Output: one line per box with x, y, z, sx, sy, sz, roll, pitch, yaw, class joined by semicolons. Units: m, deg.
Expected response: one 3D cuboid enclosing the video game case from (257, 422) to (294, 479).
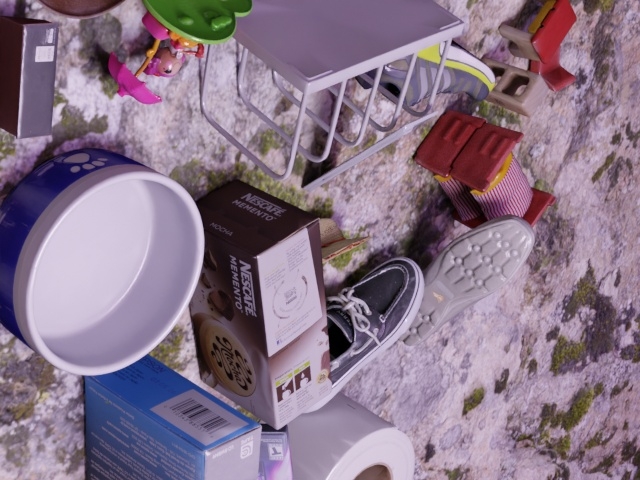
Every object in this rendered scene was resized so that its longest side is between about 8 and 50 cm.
-0.134;0.377;1.867;0.026;0.196;0.274;-81;168;-56;video game case

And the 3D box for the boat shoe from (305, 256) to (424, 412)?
0.043;0.130;1.968;0.306;0.113;0.105;-41;151;-12;boat shoe

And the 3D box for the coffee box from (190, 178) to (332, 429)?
-0.087;0.088;1.750;0.119;0.168;0.297;-31;133;-34;coffee box

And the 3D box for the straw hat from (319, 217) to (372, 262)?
0.000;0.000;1.881;0.144;0.144;0.061;-24;86;-39;straw hat

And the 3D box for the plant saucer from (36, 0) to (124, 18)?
-0.265;-0.346;1.404;0.198;0.036;0.199;-25;128;-37;plant saucer

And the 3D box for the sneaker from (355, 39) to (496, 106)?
0.150;-0.255;1.895;0.300;0.111;0.121;16;112;-48;sneaker

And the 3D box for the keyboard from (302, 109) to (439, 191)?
0.066;-0.124;1.778;0.072;0.256;0.014;-34;94;-37;keyboard

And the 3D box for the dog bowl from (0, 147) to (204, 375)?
-0.274;0.025;1.551;0.265;0.104;0.265;-26;129;-37;dog bowl

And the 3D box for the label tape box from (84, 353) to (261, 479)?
-0.206;0.351;1.708;0.106;0.240;0.334;-22;127;-43;label tape box

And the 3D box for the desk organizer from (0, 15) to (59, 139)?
-0.329;-0.183;1.412;0.047;0.050;0.130;-13;120;-44;desk organizer

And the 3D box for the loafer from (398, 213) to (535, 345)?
0.228;0.054;2.057;0.319;0.112;0.111;-40;-177;36;loafer

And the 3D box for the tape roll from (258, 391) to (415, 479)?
0.011;0.374;2.025;0.246;0.169;0.246;-26;130;-37;tape roll

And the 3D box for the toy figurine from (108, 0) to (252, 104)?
-0.180;-0.233;1.500;0.173;0.130;0.159;-28;165;-51;toy figurine

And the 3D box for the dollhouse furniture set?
0.337;-0.201;2.080;0.374;0.152;0.201;-55;141;-10;dollhouse furniture set

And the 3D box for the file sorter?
0.008;-0.225;1.645;0.277;0.193;0.173;-26;145;-36;file sorter
